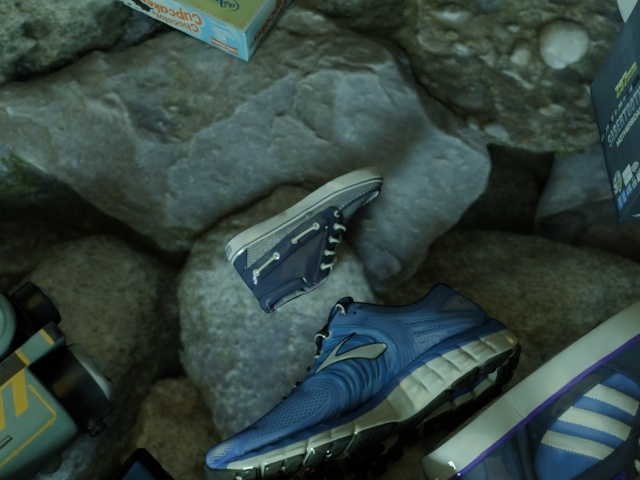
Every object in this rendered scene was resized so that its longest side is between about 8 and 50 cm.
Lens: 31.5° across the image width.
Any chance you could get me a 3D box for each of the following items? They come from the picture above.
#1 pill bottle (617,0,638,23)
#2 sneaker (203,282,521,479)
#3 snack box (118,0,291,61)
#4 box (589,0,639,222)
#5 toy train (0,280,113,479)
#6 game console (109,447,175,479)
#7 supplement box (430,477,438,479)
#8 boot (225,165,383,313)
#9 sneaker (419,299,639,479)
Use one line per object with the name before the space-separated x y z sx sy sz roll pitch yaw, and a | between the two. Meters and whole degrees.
pill bottle | 0.494 -0.317 1.328 0.272 0.152 0.152 -15 64 -9
sneaker | 0.028 0.147 1.107 0.330 0.130 0.147 -26 55 -21
snack box | -0.180 -0.363 1.389 0.322 0.060 0.187 27 65 12
box | 0.359 -0.152 1.193 0.059 0.233 0.183 1 62 -8
toy train | -0.354 0.189 1.063 0.334 0.142 0.190 -41 84 -23
game console | -0.160 0.275 1.049 0.107 0.071 0.122 32 67 15
supplement box | 0.019 0.328 0.992 0.194 0.129 0.191 -6 62 -5
boot | 0.000 0.000 1.207 0.190 0.069 0.086 -30 74 -7
sneaker | 0.273 0.220 1.071 0.323 0.130 0.236 -31 79 -23
